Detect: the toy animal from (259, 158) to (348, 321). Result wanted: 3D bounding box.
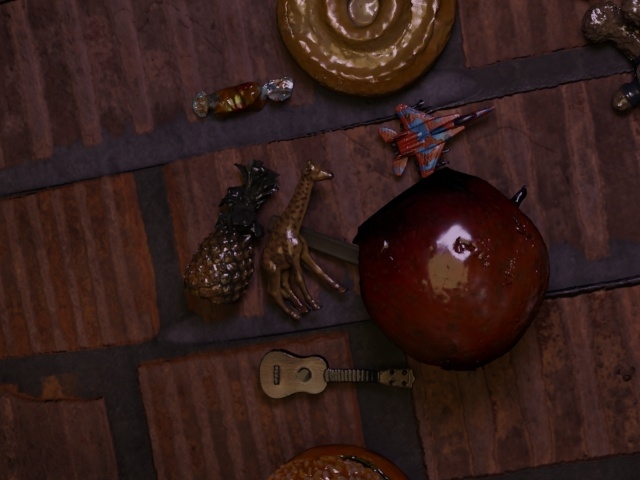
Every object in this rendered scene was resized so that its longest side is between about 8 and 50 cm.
[{"bbox_3d":[-0.036,0.002,1.575,0.149,0.054,0.276,-2,101,22],"label":"toy animal"}]

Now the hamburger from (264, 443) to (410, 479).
[{"bbox_3d":[0.020,0.498,1.510,0.330,0.250,0.330,1,93,10],"label":"hamburger"}]

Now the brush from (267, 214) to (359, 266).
[{"bbox_3d":[0.000,0.000,1.602,0.190,0.027,0.034,20,109,17],"label":"brush"}]

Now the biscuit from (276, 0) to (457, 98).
[{"bbox_3d":[0.073,-0.378,1.530,0.296,0.102,0.296,0,92,9],"label":"biscuit"}]

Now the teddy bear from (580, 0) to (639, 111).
[{"bbox_3d":[0.523,-0.274,1.439,0.129,0.182,0.251,-22,87,-25],"label":"teddy bear"}]

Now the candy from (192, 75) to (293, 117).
[{"bbox_3d":[-0.134,-0.242,1.601,0.182,0.046,0.053,-10,89,13],"label":"candy"}]

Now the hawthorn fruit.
[{"bbox_3d":[0.193,0.042,1.439,0.316,0.316,0.316,1,93,11],"label":"hawthorn fruit"}]

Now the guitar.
[{"bbox_3d":[0.029,0.227,1.599,0.271,0.038,0.084,-1,94,13],"label":"guitar"}]

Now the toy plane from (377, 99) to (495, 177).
[{"bbox_3d":[0.194,-0.179,1.537,0.189,0.061,0.130,-22,88,7],"label":"toy plane"}]

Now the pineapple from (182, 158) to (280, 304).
[{"bbox_3d":[-0.145,-0.018,1.592,0.125,0.125,0.251,22,92,9],"label":"pineapple"}]
